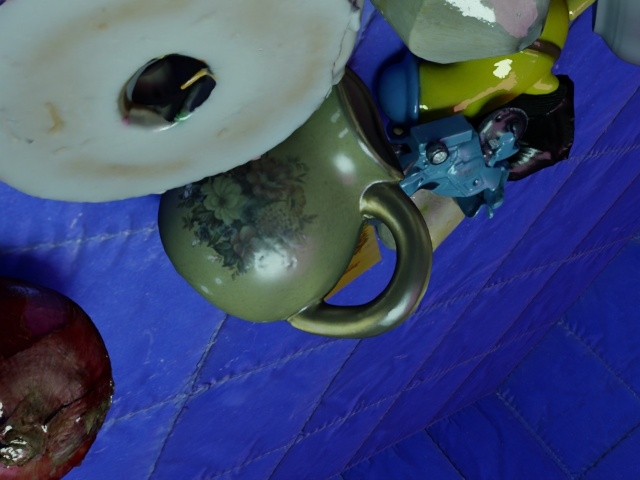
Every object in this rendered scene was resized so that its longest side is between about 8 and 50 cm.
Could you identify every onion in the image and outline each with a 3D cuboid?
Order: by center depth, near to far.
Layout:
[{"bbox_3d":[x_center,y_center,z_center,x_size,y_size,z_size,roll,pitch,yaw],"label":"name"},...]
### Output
[{"bbox_3d":[-0.368,0.173,0.797,0.276,0.276,0.276,-30,151,-18],"label":"onion"}]

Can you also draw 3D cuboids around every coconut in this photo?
[{"bbox_3d":[0.157,-0.294,0.779,0.202,0.222,0.202,-32,158,-15],"label":"coconut"},{"bbox_3d":[0.157,-0.047,1.222,0.153,0.147,0.147,-45,155,-18],"label":"coconut"}]

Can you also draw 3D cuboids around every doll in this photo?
[{"bbox_3d":[0.236,-0.259,0.997,0.363,0.199,0.145,-40,-172,7],"label":"doll"}]

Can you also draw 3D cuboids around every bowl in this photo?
[{"bbox_3d":[0.483,-0.389,1.059,0.287,0.143,0.287,3,90,-74],"label":"bowl"}]

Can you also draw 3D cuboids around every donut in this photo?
[{"bbox_3d":[-0.145,-0.176,0.604,0.382,0.142,0.382,-21,161,-8],"label":"donut"}]

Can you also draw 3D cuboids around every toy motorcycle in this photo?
[{"bbox_3d":[0.159,-0.093,1.016,0.272,0.124,0.182,-16,141,-7],"label":"toy motorcycle"}]

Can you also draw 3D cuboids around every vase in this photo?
[{"bbox_3d":[-0.006,-0.031,0.856,0.302,0.329,0.241,-46,165,12],"label":"vase"}]

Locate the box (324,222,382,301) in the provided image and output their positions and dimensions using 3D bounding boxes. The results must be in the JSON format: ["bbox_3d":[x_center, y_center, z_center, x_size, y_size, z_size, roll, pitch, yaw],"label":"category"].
[{"bbox_3d":[0.000,0.000,1.187,0.174,0.076,0.274,-35,153,-6],"label":"box"}]

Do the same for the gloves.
[{"bbox_3d":[0.258,-0.175,1.147,0.301,0.197,0.152,-1,-179,-19],"label":"gloves"}]
